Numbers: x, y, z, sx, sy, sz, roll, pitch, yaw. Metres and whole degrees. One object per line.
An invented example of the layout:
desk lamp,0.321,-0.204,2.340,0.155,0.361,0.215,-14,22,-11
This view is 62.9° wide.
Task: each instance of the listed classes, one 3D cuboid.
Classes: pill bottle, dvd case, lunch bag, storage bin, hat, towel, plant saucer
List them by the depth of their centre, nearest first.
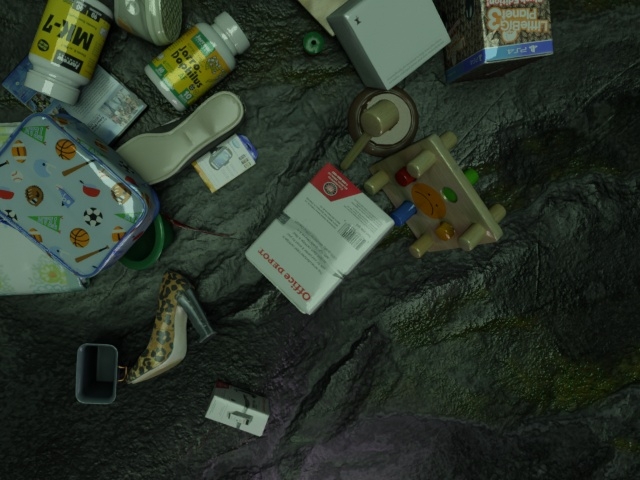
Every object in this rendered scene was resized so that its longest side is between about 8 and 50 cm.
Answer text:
lunch bag,-0.493,-0.087,1.021,0.303,0.115,0.243,43,100,-7
pill bottle,-0.510,-0.389,1.056,0.119,0.119,0.208,21,94,-8
pill bottle,-0.255,-0.380,1.105,0.208,0.117,0.117,-39,99,0
towel,-0.674,-0.066,1.115,0.320,0.090,0.374,-2,99,-2
dvd case,-0.527,-0.314,1.134,0.253,0.022,0.180,43,90,-9
storage bin,-0.482,0.284,1.175,0.098,0.091,0.135,4,97,-6
hat,-0.355,-0.028,1.187,0.208,0.183,0.173,50,116,12
plant saucer,0.148,-0.276,1.204,0.168,0.029,0.168,-1,98,-6

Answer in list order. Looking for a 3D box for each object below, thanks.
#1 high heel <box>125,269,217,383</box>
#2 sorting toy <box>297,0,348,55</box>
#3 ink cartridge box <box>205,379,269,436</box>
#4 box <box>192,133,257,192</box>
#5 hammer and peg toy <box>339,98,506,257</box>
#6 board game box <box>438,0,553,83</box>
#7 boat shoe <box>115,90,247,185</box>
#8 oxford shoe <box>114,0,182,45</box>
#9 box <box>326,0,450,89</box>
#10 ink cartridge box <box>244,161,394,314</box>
high heel,-0.376,0.199,1.199,0.261,0.093,0.186,-35,77,12
sorting toy,0.031,-0.545,1.150,0.132,0.046,0.274,44,92,-9
ink cartridge box,-0.190,0.387,1.213,0.135,0.099,0.056,23,93,-9
box,-0.211,-0.178,1.180,0.136,0.028,0.081,-34,99,-3
hammer and peg toy,0.205,-0.133,1.125,0.127,0.266,0.361,-40,99,-22
board game box,0.352,-0.502,1.094,0.141,0.232,0.291,-9,97,-4
boat shoe,-0.305,-0.211,1.144,0.335,0.095,0.112,-30,96,4
oxford shoe,-0.357,-0.627,1.051,0.130,0.169,0.449,5,98,9
box,0.144,-0.448,1.110,0.181,0.119,0.182,-38,117,-2
ink cartridge box,0.000,0.000,1.155,0.197,0.114,0.273,43,90,9
